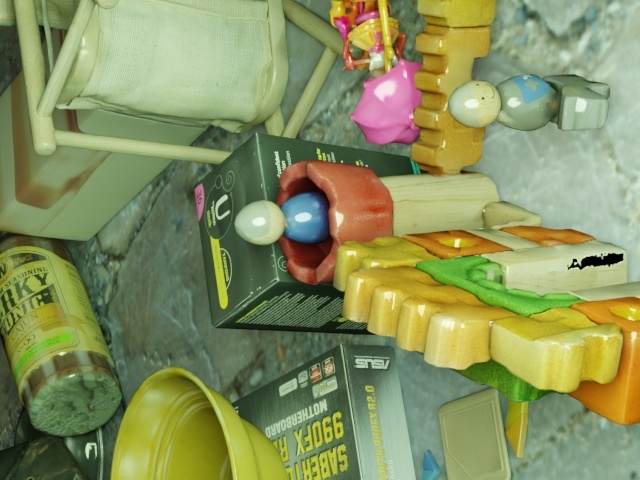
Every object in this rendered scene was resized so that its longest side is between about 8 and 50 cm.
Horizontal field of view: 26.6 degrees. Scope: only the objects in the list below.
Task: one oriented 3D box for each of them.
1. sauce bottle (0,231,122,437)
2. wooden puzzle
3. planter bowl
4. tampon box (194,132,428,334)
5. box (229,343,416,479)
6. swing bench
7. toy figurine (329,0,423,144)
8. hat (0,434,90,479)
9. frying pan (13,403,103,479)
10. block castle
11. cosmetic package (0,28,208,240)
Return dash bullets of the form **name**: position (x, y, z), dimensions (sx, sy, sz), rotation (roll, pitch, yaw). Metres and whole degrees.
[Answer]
- **sauce bottle**: position (-0.326, 0.069, 1.561), dimensions (0.111, 0.111, 0.344), rotation (-62, 41, 30)
- **wooden puzzle**: position (0.114, 0.147, 0.987), dimensions (0.116, 0.014, 0.078), rotation (-19, 65, 53)
- **planter bowl**: position (-0.086, 0.212, 1.100), dimensions (0.217, 0.090, 0.217), rotation (-12, 76, 55)
- **tampon box**: position (0.000, 0.000, 1.043), dimensions (0.101, 0.161, 0.120), rotation (-36, 56, 48)
- **box**: position (-0.012, 0.206, 1.125), dimensions (0.231, 0.056, 0.183), rotation (-33, 59, 50)
- **swing bench**: position (-0.139, -0.201, 1.197), dimensions (0.165, 0.253, 0.255), rotation (-59, 41, 32)
- **toy figurine**: position (0.046, -0.151, 1.061), dimensions (0.173, 0.130, 0.159), rotation (159, 104, -76)
- **hat**: position (-0.281, 0.306, 1.411), dimensions (0.331, 0.134, 0.331), rotation (163, 90, -77)
- **frying pan**: position (-0.319, 0.191, 1.597), dimensions (0.197, 0.053, 0.326), rotation (-32, 63, 48)
- **block castle**: position (0.129, -0.071, 0.771), dimensions (0.453, 0.213, 0.303), rotation (23, 115, 54)
- **cosmetic package**: position (-0.252, -0.127, 1.464), dimensions (0.296, 0.129, 0.153), rotation (-37, 55, 47)
